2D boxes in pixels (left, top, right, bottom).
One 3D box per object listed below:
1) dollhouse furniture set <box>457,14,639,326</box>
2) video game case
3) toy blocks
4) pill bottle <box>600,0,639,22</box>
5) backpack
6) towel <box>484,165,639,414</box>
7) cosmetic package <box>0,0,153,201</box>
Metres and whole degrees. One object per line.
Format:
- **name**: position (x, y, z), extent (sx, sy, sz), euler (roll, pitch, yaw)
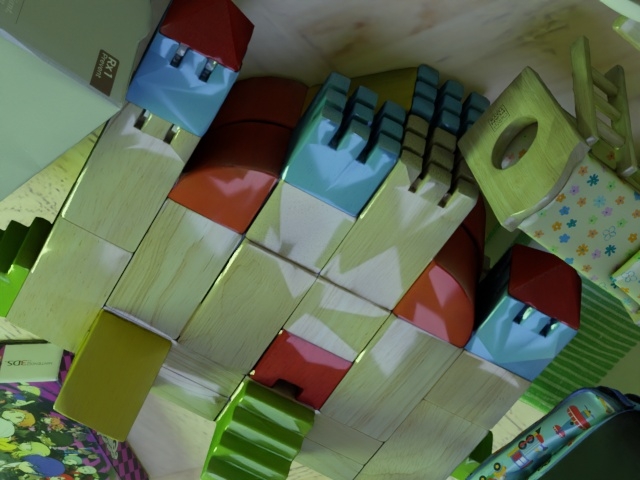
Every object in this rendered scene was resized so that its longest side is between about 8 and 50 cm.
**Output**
- **dollhouse furniture set**: position (0.199, -0.039, 0.784), extent (0.182, 0.101, 0.161), euler (33, 109, -26)
- **video game case**: position (-0.276, 0.163, 1.254), extent (0.210, 0.042, 0.232), euler (-2, 143, 12)
- **toy blocks**: position (0.000, 0.000, 0.892), extent (0.381, 0.190, 0.261), euler (27, 128, -10)
- **pill bottle**: position (0.187, -0.192, 0.619), extent (0.117, 0.117, 0.215), euler (20, 142, -16)
- **backpack**: position (0.190, 0.177, 0.971), extent (0.158, 0.117, 0.173), euler (-44, 151, 20)
- **towel**: position (0.246, 0.081, 0.969), extent (0.325, 0.038, 0.248), euler (30, 141, 1)
- **cosmetic package**: position (-0.198, -0.090, 0.826), extent (0.107, 0.127, 0.238), euler (30, 137, -27)
